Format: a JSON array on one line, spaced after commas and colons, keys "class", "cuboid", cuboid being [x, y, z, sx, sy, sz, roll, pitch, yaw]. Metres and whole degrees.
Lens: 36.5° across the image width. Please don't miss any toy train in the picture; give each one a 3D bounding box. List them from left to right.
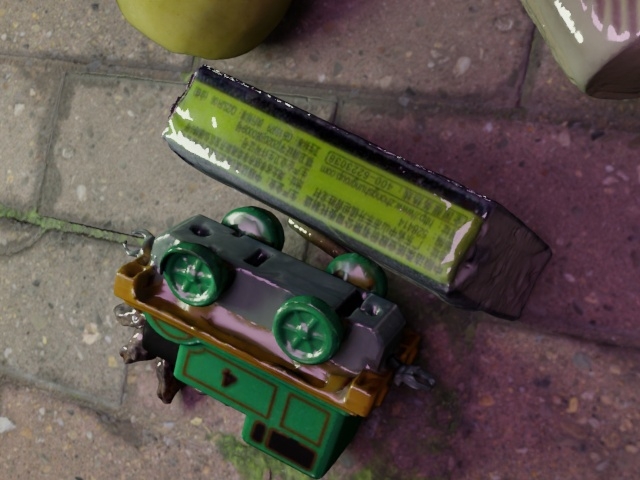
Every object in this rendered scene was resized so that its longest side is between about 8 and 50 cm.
[{"class": "toy train", "cuboid": [-0.068, 0.119, 1.191, 0.429, 0.178, 0.249, 24, 118, 16]}]

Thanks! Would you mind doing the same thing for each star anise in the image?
[{"class": "star anise", "cuboid": [-0.189, 0.135, 1.343, 0.212, 0.073, 0.197, -35, 75, 16]}]

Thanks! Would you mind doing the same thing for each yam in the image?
[{"class": "yam", "cuboid": [0.000, 0.000, 1.294, 0.116, 0.021, 0.021, 36, 100, 27]}]

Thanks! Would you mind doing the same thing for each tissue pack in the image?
[{"class": "tissue pack", "cuboid": [0.048, -0.050, 1.127, 0.394, 0.288, 0.124, 28, 93, 28]}]

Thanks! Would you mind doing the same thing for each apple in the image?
[{"class": "apple", "cuboid": [-0.156, -0.377, 1.302, 0.262, 0.262, 0.262, -4, 82, 27]}]

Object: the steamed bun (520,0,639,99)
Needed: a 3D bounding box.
[{"class": "steamed bun", "cuboid": [0.402, -0.299, 1.008, 0.383, 0.236, 0.247, -26, 74, 13]}]
